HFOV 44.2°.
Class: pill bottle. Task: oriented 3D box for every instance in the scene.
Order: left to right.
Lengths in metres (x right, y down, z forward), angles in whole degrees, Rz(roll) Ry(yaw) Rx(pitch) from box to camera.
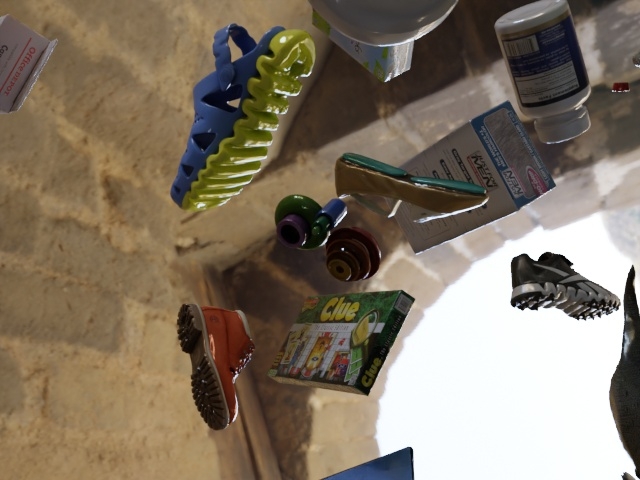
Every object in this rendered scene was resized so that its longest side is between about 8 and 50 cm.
[{"bbox_3d":[0.293,-0.216,1.017,0.094,0.094,0.169,-68,-42,-61],"label":"pill bottle"}]

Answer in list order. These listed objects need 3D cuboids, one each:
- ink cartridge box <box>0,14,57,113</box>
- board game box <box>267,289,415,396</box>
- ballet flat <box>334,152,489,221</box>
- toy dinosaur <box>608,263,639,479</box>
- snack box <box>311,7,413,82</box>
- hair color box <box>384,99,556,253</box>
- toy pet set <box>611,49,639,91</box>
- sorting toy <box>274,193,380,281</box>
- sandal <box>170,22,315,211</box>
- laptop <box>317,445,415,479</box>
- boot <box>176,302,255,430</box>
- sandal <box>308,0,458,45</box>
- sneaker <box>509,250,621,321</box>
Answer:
[{"bbox_3d":[-0.436,-0.235,1.063,0.067,0.198,0.115,32,-103,-36],"label":"ink cartridge box"},{"bbox_3d":[0.019,0.133,1.049,0.030,0.260,0.136,37,-111,-19],"label":"board game box"},{"bbox_3d":[0.121,-0.063,1.090,0.080,0.232,0.073,-12,-64,-54],"label":"ballet flat"},{"bbox_3d":[0.356,0.185,0.805,0.160,0.121,0.313,-18,-76,-30],"label":"toy dinosaur"},{"bbox_3d":[0.073,-0.402,1.354,0.207,0.070,0.174,44,154,28],"label":"snack box"},{"bbox_3d":[0.255,-0.104,1.455,0.105,0.347,0.174,-29,-90,-26],"label":"hair color box"},{"bbox_3d":[0.323,-0.158,0.655,0.122,0.114,0.065,-132,40,-75],"label":"toy pet set"},{"bbox_3d":[0.000,0.000,0.635,0.042,0.102,0.061,-47,-23,-49],"label":"sorting toy"},{"bbox_3d":[-0.135,-0.187,1.159,0.138,0.317,0.126,36,-167,19],"label":"sandal"},{"bbox_3d":[-0.119,0.360,0.785,0.408,0.382,0.236,32,-143,-55],"label":"laptop"},{"bbox_3d":[-0.106,0.140,0.896,0.085,0.059,0.158,7,-131,-32],"label":"boot"},{"bbox_3d":[0.012,-0.320,0.669,0.102,0.169,0.416,110,148,-63],"label":"sandal"},{"bbox_3d":[0.400,0.068,1.290,0.234,0.078,0.106,10,-121,-28],"label":"sneaker"}]
